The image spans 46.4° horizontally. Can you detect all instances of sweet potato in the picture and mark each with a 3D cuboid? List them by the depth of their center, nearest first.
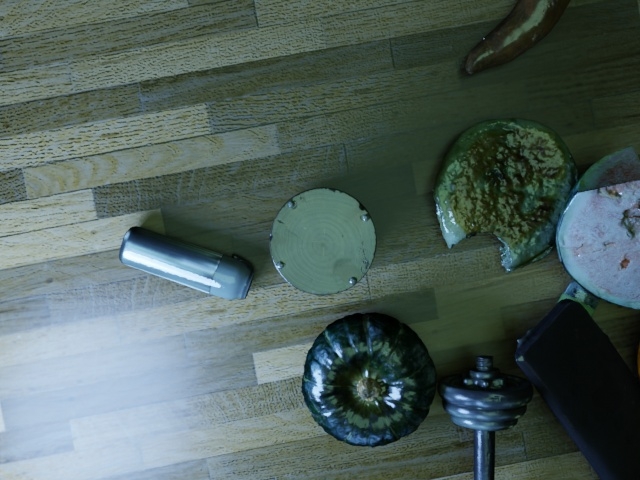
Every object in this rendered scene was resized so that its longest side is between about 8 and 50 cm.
[{"bbox_3d":[0.395,-0.423,1.433,0.097,0.097,0.292,39,91,-2],"label":"sweet potato"}]

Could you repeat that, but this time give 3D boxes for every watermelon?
[{"bbox_3d":[0.554,-0.008,1.396,0.224,0.180,0.305,-33,123,-15],"label":"watermelon"}]

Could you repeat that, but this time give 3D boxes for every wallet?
[{"bbox_3d":[0.521,0.294,1.418,0.197,0.051,0.377,-42,101,-24],"label":"wallet"}]

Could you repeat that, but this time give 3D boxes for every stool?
[{"bbox_3d":[0.000,0.000,1.340,0.179,0.264,0.179,0,92,-2],"label":"stool"}]

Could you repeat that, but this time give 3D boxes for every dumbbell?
[{"bbox_3d":[0.307,0.418,1.402,0.179,0.179,0.406,0,92,-2],"label":"dumbbell"}]

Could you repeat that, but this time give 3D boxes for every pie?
[{"bbox_3d":[0.360,-0.095,1.449,0.302,0.067,0.302,0,91,-4],"label":"pie"}]

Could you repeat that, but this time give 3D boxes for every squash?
[{"bbox_3d":[0.088,0.258,1.397,0.252,0.165,0.252,0,92,-4],"label":"squash"}]

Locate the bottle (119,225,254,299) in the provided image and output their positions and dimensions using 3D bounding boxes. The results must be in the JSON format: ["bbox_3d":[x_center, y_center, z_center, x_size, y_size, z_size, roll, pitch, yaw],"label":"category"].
[{"bbox_3d":[-0.252,0.040,1.430,0.253,0.079,0.096,19,52,-1],"label":"bottle"}]

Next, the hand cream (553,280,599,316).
[{"bbox_3d":[0.484,0.162,1.470,0.095,0.046,0.175,28,95,-6],"label":"hand cream"}]

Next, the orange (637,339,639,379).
[{"bbox_3d":[0.739,0.229,1.385,0.284,0.226,0.284,1,97,7],"label":"orange"}]
